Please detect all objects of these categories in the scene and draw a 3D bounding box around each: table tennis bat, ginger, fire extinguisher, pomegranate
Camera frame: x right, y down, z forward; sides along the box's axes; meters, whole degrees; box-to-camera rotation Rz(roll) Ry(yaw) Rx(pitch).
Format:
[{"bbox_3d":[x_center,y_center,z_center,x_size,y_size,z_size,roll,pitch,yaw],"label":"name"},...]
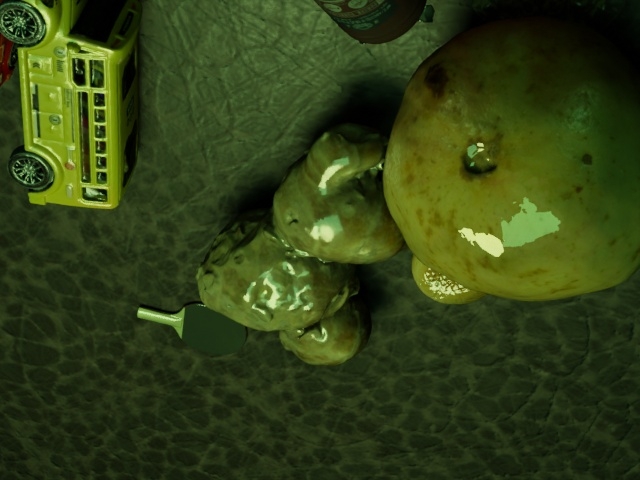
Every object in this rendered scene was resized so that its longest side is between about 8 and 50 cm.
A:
[{"bbox_3d":[-0.178,0.117,2.318,0.156,0.013,0.087,14,131,3],"label":"table tennis bat"},{"bbox_3d":[0.000,0.000,2.083,0.256,0.176,0.375,14,131,-19],"label":"ginger"},{"bbox_3d":[0.024,-0.299,1.805,0.135,0.114,0.337,-2,159,28],"label":"fire extinguisher"},{"bbox_3d":[0.231,-0.084,1.868,0.343,0.342,0.342,8,129,9],"label":"pomegranate"}]

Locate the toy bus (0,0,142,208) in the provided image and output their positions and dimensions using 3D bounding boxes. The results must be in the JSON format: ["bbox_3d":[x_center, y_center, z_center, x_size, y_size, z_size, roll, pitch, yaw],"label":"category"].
[{"bbox_3d":[-0.294,-0.201,2.012,0.151,0.145,0.331,11,132,5],"label":"toy bus"}]

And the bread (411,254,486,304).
[{"bbox_3d":[0.193,0.008,2.089,0.114,0.077,0.189,47,124,0],"label":"bread"}]

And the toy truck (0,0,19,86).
[{"bbox_3d":[-0.416,-0.291,1.990,0.108,0.114,0.252,18,131,3],"label":"toy truck"}]

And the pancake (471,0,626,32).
[{"bbox_3d":[0.256,-0.295,1.865,0.191,0.020,0.184,-8,126,20],"label":"pancake"}]
